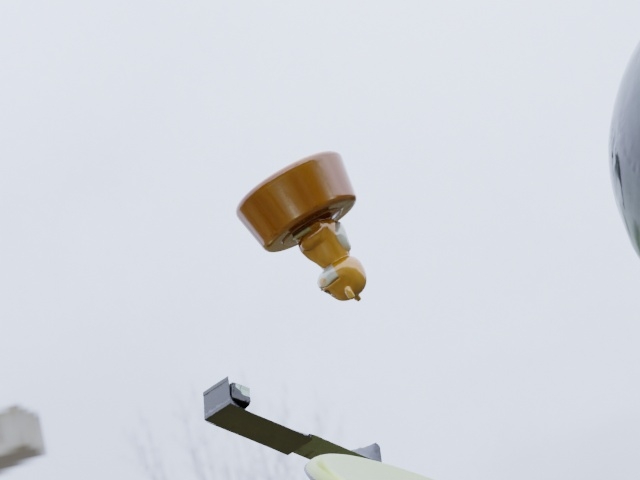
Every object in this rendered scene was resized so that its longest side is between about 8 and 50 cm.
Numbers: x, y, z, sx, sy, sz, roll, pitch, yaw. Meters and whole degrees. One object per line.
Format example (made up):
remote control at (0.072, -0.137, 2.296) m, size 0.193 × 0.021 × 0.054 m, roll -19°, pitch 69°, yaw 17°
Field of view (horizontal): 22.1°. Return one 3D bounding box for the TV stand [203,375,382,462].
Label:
TV stand at (-0.031, 0.232, 1.989) m, size 0.256 × 0.040 × 0.049 m, roll 27°, pitch -49°, yaw -36°

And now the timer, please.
timer at (0.000, 0.000, 1.763) m, size 0.132 × 0.152 × 0.132 m, roll -29°, pitch -12°, yaw -6°

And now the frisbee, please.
frisbee at (0.098, 0.226, 1.365) m, size 0.236 × 0.017 × 0.236 m, roll 20°, pitch 3°, yaw -1°

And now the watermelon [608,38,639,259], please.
watermelon at (0.398, -0.081, 1.240) m, size 0.363 × 0.363 × 0.363 m, roll -13°, pitch -25°, yaw -6°
